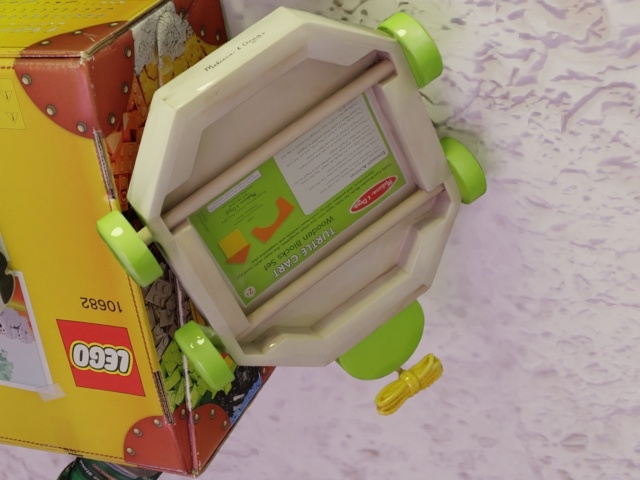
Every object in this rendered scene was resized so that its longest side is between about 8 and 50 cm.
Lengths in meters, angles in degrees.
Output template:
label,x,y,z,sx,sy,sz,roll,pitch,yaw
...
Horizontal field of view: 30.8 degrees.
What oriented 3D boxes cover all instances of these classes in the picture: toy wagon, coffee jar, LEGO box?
label,x,y,z,sx,sy,sz,roll,pitch,yaw
toy wagon,0.000,0.000,0.880,0.068,0.267,0.344,42,164,50
coffee jar,-0.245,0.271,1.331,0.096,0.079,0.184,33,134,-3
LEGO box,-0.316,-0.026,1.017,0.500,0.193,0.372,5,122,23

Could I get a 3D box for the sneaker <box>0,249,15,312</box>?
label,x,y,z,sx,sy,sz,roll,pitch,yaw
sneaker,-0.290,-0.010,0.851,0.071,0.068,0.170,2,121,31
